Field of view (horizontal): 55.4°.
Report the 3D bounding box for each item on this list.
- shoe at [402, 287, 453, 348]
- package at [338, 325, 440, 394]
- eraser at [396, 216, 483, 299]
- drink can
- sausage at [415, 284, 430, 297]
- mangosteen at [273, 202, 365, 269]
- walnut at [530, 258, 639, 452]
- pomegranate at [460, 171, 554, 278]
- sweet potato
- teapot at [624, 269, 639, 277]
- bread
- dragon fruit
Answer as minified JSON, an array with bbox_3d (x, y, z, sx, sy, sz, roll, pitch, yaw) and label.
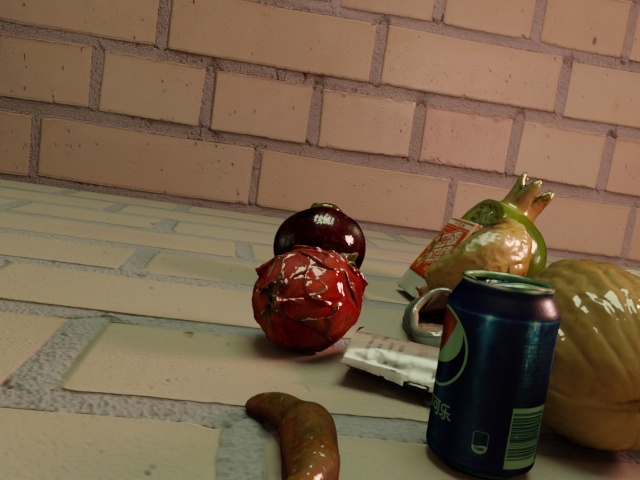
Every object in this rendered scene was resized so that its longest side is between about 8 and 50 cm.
[{"bbox_3d":[0.214,0.134,1.149,0.103,0.100,0.251,8,10,3],"label":"shoe"},{"bbox_3d":[0.155,0.176,0.908,0.204,0.062,0.251,12,4,17],"label":"package"},{"bbox_3d":[0.291,0.045,1.500,0.038,0.230,0.157,40,1,-12],"label":"eraser"},{"bbox_3d":[0.182,0.138,0.645,0.118,0.204,0.118,8,6,-1],"label":"drink can"},{"bbox_3d":[0.294,0.139,1.364,0.170,0.065,0.065,11,8,16],"label":"sausage"},{"bbox_3d":[0.005,0.006,1.433,0.216,0.216,0.216,9,7,-1],"label":"mangosteen"},{"bbox_3d":[0.338,0.136,0.763,0.225,0.224,0.261,8,21,-3],"label":"walnut"},{"bbox_3d":[0.472,0.017,1.542,0.216,0.358,0.310,39,5,-7],"label":"pomegranate"},{"bbox_3d":[-0.021,0.191,0.586,0.078,0.058,0.255,-14,8,-12],"label":"sweet potato"},{"bbox_3d":[0.657,0.147,1.261,0.163,0.178,0.221,10,8,19],"label":"teapot"},{"bbox_3d":[0.334,0.055,1.258,0.245,0.134,0.244,-31,-11,-7],"label":"bread"},{"bbox_3d":[-0.022,0.089,0.954,0.172,0.172,0.210,15,18,41],"label":"dragon fruit"}]
